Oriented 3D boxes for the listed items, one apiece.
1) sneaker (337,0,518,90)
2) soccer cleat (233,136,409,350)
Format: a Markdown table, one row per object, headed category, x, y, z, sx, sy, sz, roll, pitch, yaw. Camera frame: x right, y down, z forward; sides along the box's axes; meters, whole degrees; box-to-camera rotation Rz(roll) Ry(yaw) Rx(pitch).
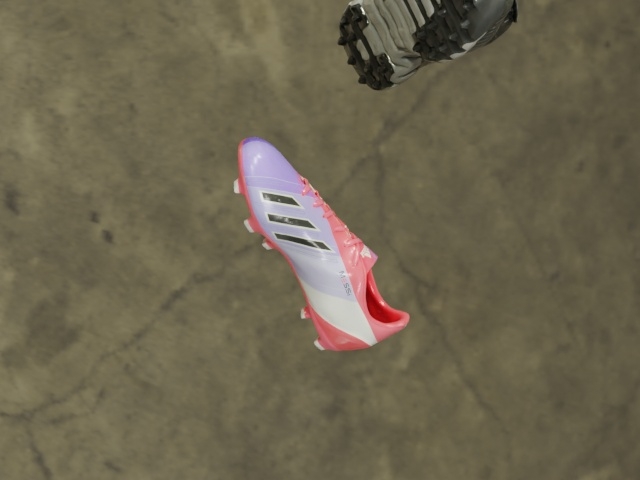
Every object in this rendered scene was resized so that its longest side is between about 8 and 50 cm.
| category | x | y | z | sx | sy | sz | roll | pitch | yaw |
| --- | --- | --- | --- | --- | --- | --- | --- | --- | --- |
| sneaker | 0.087 | -0.158 | 0.885 | 0.106 | 0.234 | 0.078 | -28 | 93 | -13 |
| soccer cleat | 0.000 | 0.000 | 1.324 | 0.083 | 0.095 | 0.248 | -72 | 141 | -57 |
